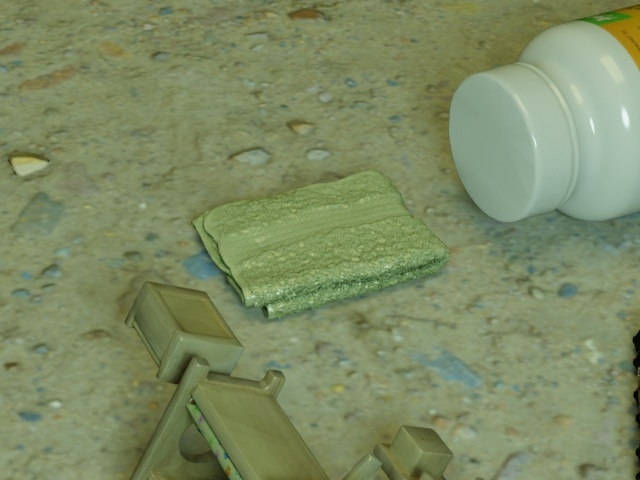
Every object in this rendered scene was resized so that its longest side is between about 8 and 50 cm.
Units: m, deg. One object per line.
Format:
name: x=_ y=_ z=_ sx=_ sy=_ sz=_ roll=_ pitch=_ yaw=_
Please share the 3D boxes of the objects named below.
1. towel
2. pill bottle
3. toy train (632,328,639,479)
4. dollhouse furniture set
towel: x=0.000 y=0.000 z=1.274 sx=0.148 sy=0.027 sz=0.110 roll=-12 pitch=39 yaw=-23
pill bottle: x=0.214 y=-0.090 z=1.333 sx=0.245 sy=0.136 sz=0.136 roll=-16 pitch=40 yaw=-28
toy train: x=0.199 y=0.093 z=1.158 sx=0.027 sy=0.036 sz=0.158 roll=7 pitch=35 yaw=3
dollhouse furniture set: x=-0.017 y=0.125 z=1.068 sx=0.161 sy=0.101 sz=0.182 roll=12 pitch=26 yaw=-35
